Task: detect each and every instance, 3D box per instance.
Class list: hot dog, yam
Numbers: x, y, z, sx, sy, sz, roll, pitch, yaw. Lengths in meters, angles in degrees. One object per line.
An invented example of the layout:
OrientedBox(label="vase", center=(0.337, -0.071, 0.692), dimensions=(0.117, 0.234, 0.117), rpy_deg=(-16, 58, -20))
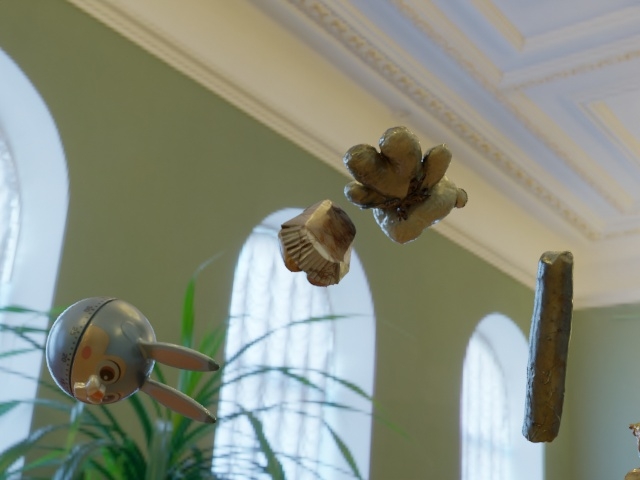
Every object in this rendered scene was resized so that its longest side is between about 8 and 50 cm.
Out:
OrientedBox(label="hot dog", center=(0.000, 0.000, 1.501), dimensions=(0.069, 0.131, 0.252), rpy_deg=(-38, 6, 20))
OrientedBox(label="yam", center=(0.375, 0.172, 1.525), dimensions=(0.067, 0.317, 0.071), rpy_deg=(5, 1, -28))

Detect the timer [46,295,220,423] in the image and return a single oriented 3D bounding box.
OrientedBox(label="timer", center=(-0.286, 0.186, 1.337), dimensions=(0.255, 0.175, 0.175), rpy_deg=(35, -4, 30))

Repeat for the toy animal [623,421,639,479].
OrientedBox(label="toy animal", center=(0.388, 0.259, 1.087), dimensions=(0.061, 0.083, 0.081), rpy_deg=(4, -25, 18))

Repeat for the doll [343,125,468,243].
OrientedBox(label="doll", center=(0.135, -0.090, 1.593), dimensions=(0.175, 0.149, 0.278), rpy_deg=(6, -20, 30))
